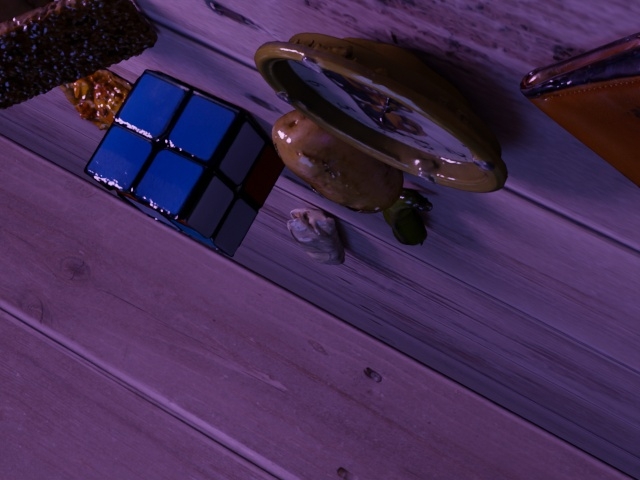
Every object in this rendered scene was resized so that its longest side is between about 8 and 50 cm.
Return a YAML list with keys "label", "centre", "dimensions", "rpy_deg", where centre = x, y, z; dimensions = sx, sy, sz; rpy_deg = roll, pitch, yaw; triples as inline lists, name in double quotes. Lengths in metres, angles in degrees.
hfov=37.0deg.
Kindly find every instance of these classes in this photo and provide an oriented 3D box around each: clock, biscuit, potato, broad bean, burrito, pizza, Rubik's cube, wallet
- label: "clock"
  centre: [0.057, -0.115, 0.799]
  dimensions: [0.237, 0.057, 0.237]
  rpy_deg: [28, 174, 3]
- label: "biscuit"
  centre: [-0.303, -0.206, 1.050]
  dimensions: [0.131, 0.231, 0.025]
  rpy_deg: [50, -159, -67]
- label: "potato"
  centre: [0.022, -0.083, 1.037]
  dimensions: [0.107, 0.080, 0.170]
  rpy_deg: [4, 154, 43]
- label: "broad bean"
  centre: [0.105, -0.029, 1.189]
  dimensions: [0.061, 0.046, 0.195]
  rpy_deg: [31, 171, 9]
- label: "burrito"
  centre: [0.000, 0.000, 1.684]
  dimensions: [0.082, 0.059, 0.275]
  rpy_deg: [13, 169, 10]
- label: "pizza"
  centre: [-0.274, -0.173, 1.505]
  dimensions: [0.226, 0.086, 0.335]
  rpy_deg: [23, 168, 46]
- label: "Rubik's cube"
  centre: [-0.180, -0.102, 1.304]
  dimensions: [0.183, 0.167, 0.180]
  rpy_deg: [27, 173, 25]
- label: "wallet"
  centre: [0.229, -0.065, 0.574]
  dimensions: [0.161, 0.042, 0.195]
  rpy_deg: [36, 173, -14]

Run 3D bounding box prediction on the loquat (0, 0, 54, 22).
- label: "loquat"
  centre: [-0.385, -0.268, 1.104]
  dimensions: [0.152, 0.152, 0.195]
  rpy_deg: [35, 159, -34]
